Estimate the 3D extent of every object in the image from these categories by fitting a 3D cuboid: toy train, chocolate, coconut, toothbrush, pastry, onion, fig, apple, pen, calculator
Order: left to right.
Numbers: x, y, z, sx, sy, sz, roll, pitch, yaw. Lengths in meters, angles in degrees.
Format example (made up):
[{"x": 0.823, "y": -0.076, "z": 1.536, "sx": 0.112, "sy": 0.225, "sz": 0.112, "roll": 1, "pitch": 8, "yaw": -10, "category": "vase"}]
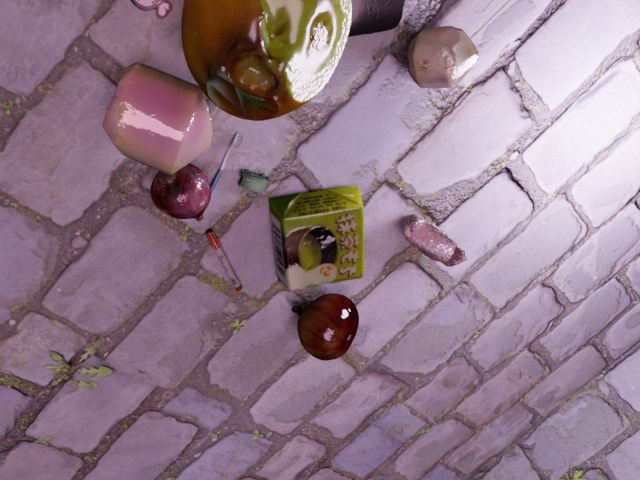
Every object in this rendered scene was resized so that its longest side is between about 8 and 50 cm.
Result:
[{"x": -0.408, "y": -0.598, "z": 1.098, "sx": 0.103, "sy": 0.024, "sz": 0.166, "roll": -35, "pitch": 121, "yaw": 4, "category": "calculator"}, {"x": -0.387, "y": -0.290, "z": 1.170, "sx": 0.245, "sy": 0.233, "sz": 0.233, "roll": 21, "pitch": 110, "yaw": -25, "category": "coconut"}, {"x": -0.372, "y": -0.120, "z": 1.311, "sx": 0.160, "sy": 0.159, "sz": 0.195, "roll": -25, "pitch": 145, "yaw": -3, "category": "onion"}, {"x": -0.293, "y": -0.187, "z": 1.367, "sx": 0.025, "sy": 0.019, "sz": 0.275, "roll": 20, "pitch": 111, "yaw": -34, "category": "toothbrush"}, {"x": -0.303, "y": 0.065, "z": 1.498, "sx": 0.028, "sy": 0.028, "sz": 0.239, "roll": -23, "pitch": 122, "yaw": -4, "category": "pen"}, {"x": -0.196, "y": -0.174, "z": 1.392, "sx": 0.093, "sy": 0.038, "sz": 0.056, "roll": 15, "pitch": 115, "yaw": -24, "category": "toy train"}, {"x": -0.124, "y": -0.456, "z": 1.041, "sx": 0.374, "sy": 0.374, "sz": 0.384, "roll": 27, "pitch": 147, "yaw": -28, "category": "apple"}, {"x": 0.000, "y": 0.000, "z": 1.490, "sx": 0.289, "sy": 0.137, "sz": 0.300, "roll": -10, "pitch": 121, "yaw": -12, "category": "chocolate"}, {"x": 0.024, "y": 0.292, "z": 1.633, "sx": 0.235, "sy": 0.214, "sz": 0.234, "roll": -9, "pitch": 105, "yaw": -36, "category": "fig"}, {"x": 0.377, "y": 0.000, "z": 1.628, "sx": 0.265, "sy": 0.112, "sz": 0.103, "roll": 35, "pitch": 96, "yaw": -23, "category": "pastry"}, {"x": 0.332, "y": -0.491, "z": 1.284, "sx": 0.171, "sy": 0.183, "sz": 0.170, "roll": -23, "pitch": 118, "yaw": -55, "category": "coconut"}]

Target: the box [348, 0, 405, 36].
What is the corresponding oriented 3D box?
[{"x": 0.124, "y": -0.647, "z": 1.223, "sx": 0.201, "sy": 0.042, "sz": 0.212, "roll": -12, "pitch": 120, "yaw": -10, "category": "box"}]
